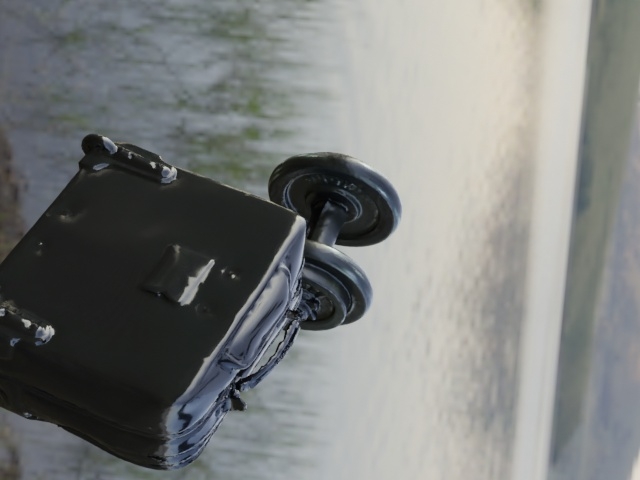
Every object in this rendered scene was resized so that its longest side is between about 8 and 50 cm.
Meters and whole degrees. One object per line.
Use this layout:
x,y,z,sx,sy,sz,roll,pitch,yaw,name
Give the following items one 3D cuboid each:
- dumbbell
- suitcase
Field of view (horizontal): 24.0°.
0.000,0.000,2.047,0.192,0.192,0.290,82,23,-54,dumbbell
-0.200,0.070,1.729,0.188,0.339,0.345,93,23,-44,suitcase
